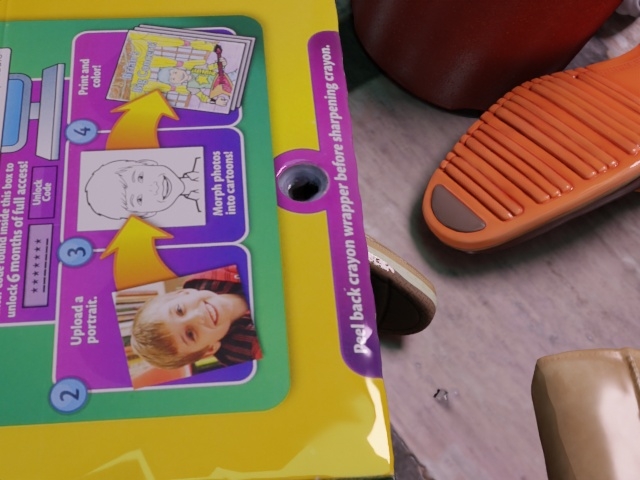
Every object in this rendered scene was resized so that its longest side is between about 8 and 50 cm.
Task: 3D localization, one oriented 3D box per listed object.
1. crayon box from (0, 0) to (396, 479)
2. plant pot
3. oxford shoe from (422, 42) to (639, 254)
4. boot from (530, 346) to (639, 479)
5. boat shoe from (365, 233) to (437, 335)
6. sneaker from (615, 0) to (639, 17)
[{"bbox_3d":[-0.134,0.002,0.655,0.313,0.106,0.363,-3,56,-4],"label":"crayon box"},{"bbox_3d":[0.159,-0.261,0.894,0.272,0.265,0.272,10,53,-13],"label":"plant pot"},{"bbox_3d":[0.245,-0.074,0.886,0.363,0.133,0.130,-30,50,-13],"label":"oxford shoe"},{"bbox_3d":[0.140,0.181,0.561,0.236,0.089,0.270,16,51,-23],"label":"boot"},{"bbox_3d":[0.000,0.000,0.777,0.190,0.068,0.072,27,39,-1],"label":"boat shoe"},{"bbox_3d":[0.286,-0.333,1.113,0.152,0.114,0.305,9,48,2],"label":"sneaker"}]
